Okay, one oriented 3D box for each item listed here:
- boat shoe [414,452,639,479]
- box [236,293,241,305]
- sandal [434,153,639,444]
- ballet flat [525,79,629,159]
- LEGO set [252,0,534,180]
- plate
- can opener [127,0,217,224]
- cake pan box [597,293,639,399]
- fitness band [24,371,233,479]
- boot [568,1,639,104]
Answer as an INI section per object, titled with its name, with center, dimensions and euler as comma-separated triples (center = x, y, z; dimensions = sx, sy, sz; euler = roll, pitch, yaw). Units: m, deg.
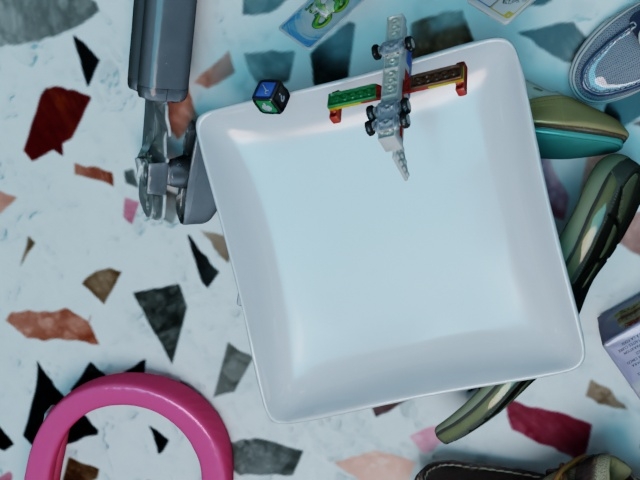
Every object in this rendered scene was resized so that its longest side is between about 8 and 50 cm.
[boat shoe]
center = 0.245, 0.240, 1.020
dimensions = 0.342, 0.123, 0.123
euler = 12, 117, 21
[box]
center = 0.000, 0.000, 1.040
dimensions = 0.126, 0.072, 0.137
euler = 12, 107, 8
[sandal]
center = 0.184, 0.050, 1.015
dimensions = 0.086, 0.120, 0.302
euler = 32, 105, 20
[ballet flat]
center = 0.147, -0.108, 0.986
dimensions = 0.232, 0.080, 0.073
euler = -2, 76, 8
[LEGO set]
center = 0.065, -0.164, 0.912
dimensions = 0.244, 0.182, 0.060
euler = -43, 138, -5
[plate]
center = 0.058, -0.004, 0.955
dimensions = 0.278, 0.045, 0.277
euler = -13, 93, 15
[can opener]
center = -0.123, -0.152, 1.030
dimensions = 0.095, 0.076, 0.283
euler = 0, 109, -24
[cake pan box]
center = 0.424, 0.111, 1.005
dimensions = 0.267, 0.070, 0.245
euler = -32, 101, 17
[fitness band]
center = -0.199, 0.269, 1.166
dimensions = 0.209, 0.054, 0.290
euler = 14, 109, 5
[boot]
center = 0.288, -0.172, 0.932
dimensions = 0.190, 0.086, 0.069
euler = -36, 98, 17
